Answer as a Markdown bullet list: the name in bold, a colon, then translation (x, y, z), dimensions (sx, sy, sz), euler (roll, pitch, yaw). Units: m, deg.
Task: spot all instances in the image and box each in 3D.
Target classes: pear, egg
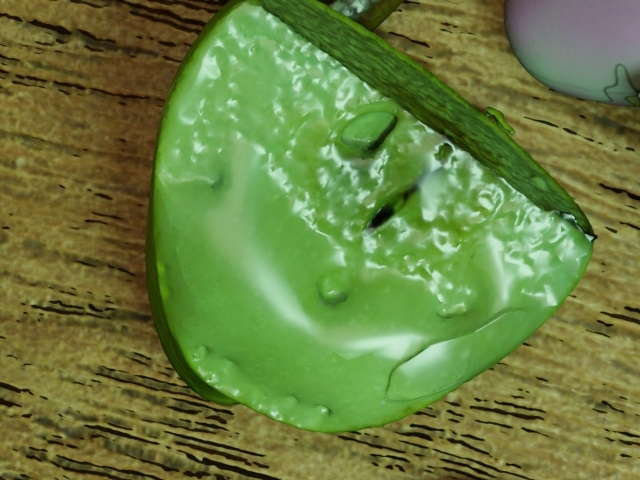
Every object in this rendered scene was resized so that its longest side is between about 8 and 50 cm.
- **pear**: translation (0.000, 0.000, 1.388), dimensions (0.342, 0.238, 0.318), euler (36, 102, -5)
- **egg**: translation (0.282, -0.197, 1.375), dimensions (0.271, 0.196, 0.196), euler (-28, 80, 6)

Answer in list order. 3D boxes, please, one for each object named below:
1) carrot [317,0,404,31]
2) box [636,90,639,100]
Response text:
- **carrot**: translation (-0.004, -0.183, 1.487), dimensions (0.260, 0.070, 0.070), euler (-40, 79, 2)
- **box**: translation (0.448, -0.055, 1.269), dimensions (0.345, 0.204, 0.251), euler (-31, 56, 10)
